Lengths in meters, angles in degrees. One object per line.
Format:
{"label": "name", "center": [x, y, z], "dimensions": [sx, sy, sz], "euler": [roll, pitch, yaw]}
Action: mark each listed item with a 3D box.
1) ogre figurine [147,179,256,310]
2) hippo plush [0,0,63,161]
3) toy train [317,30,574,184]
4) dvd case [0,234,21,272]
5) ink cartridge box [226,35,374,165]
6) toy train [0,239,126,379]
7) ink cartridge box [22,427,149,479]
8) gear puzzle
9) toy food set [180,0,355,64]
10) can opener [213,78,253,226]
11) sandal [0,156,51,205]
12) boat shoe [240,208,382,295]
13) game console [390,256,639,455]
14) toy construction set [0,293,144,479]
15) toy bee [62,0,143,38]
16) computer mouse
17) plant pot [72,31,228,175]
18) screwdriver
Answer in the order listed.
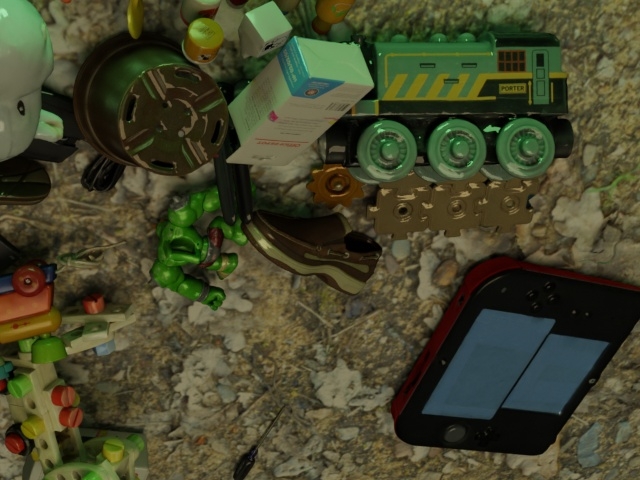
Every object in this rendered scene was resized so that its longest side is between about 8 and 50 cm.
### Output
{"label": "ogre figurine", "center": [-0.163, 0.002, 1.350], "dimensions": [0.118, 0.097, 0.197], "euler": [5, 136, -31]}
{"label": "hippo plush", "center": [-0.381, -0.177, 0.945], "dimensions": [0.234, 0.236, 0.294], "euler": [-13, 146, -41]}
{"label": "toy train", "center": [0.160, -0.169, 1.268], "dimensions": [0.334, 0.142, 0.190], "euler": [-2, 92, -7]}
{"label": "dvd case", "center": [-0.539, 0.031, 1.323], "dimensions": [0.221, 0.018, 0.164], "euler": [-34, 127, 11]}
{"label": "ink cartridge box", "center": [-0.036, -0.161, 1.189], "dimensions": [0.104, 0.061, 0.181], "euler": [0, 152, -42]}
{"label": "toy train", "center": [-0.363, 0.097, 1.310], "dimensions": [0.248, 0.105, 0.143], "euler": [-13, 96, -9]}
{"label": "ink cartridge box", "center": [-0.371, 0.362, 1.567], "dimensions": [0.175, 0.072, 0.127], "euler": [10, 128, -21]}
{"label": "gear puzzle", "center": [0.145, -0.084, 1.402], "dimensions": [0.339, 0.044, 0.175], "euler": [-4, 127, -9]}
{"label": "toy food set", "center": [-0.075, -0.261, 1.145], "dimensions": [0.232, 0.111, 0.104], "euler": [-32, 172, -27]}
{"label": "can opener", "center": [-0.113, -0.110, 1.257], "dimensions": [0.059, 0.073, 0.186], "euler": [0, 92, -31]}
{"label": "sandal", "center": [-0.451, -0.075, 1.241], "dimensions": [0.219, 0.090, 0.060], "euler": [5, 146, -26]}
{"label": "boat shoe", "center": [-0.004, -0.005, 1.372], "dimensions": [0.095, 0.095, 0.257], "euler": [-48, 145, 13]}
{"label": "game console", "center": [0.325, 0.206, 1.645], "dimensions": [0.342, 0.060, 0.386], "euler": [13, 122, -22]}
{"label": "toy construction set", "center": [-0.347, 0.238, 1.404], "dimensions": [0.215, 0.151, 0.327], "euler": [3, 100, 30]}
{"label": "toy bee", "center": [-0.236, -0.299, 1.070], "dimensions": [0.298, 0.162, 0.195], "euler": [-24, 129, 4]}
{"label": "computer mouse", "center": [-0.320, -0.164, 1.209], "dimensions": [0.262, 0.060, 0.184], "euler": [32, 113, -31]}
{"label": "plant pot", "center": [-0.189, -0.151, 1.147], "dimensions": [0.167, 0.165, 0.167], "euler": [-6, 107, -21]}
{"label": "screwdriver", "center": [-0.101, 0.337, 1.663], "dimensions": [0.024, 0.025, 0.170], "euler": [21, 109, -26]}
